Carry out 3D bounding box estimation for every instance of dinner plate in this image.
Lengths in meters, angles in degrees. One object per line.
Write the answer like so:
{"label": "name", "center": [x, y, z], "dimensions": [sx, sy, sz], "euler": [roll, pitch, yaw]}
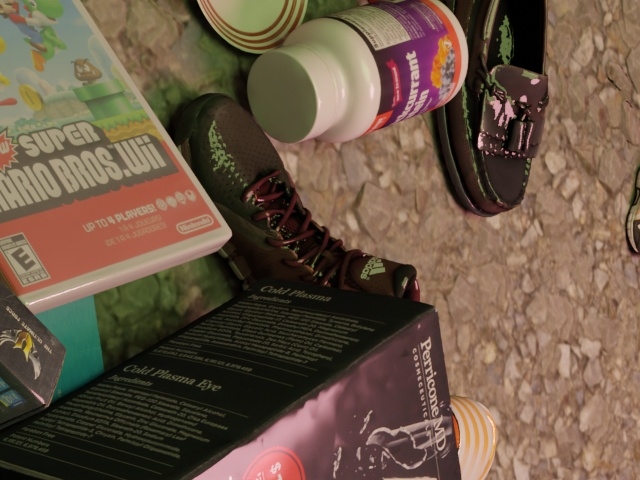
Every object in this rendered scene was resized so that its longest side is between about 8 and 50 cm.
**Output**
{"label": "dinner plate", "center": [-0.064, -0.228, 1.421], "dimensions": [0.141, 0.017, 0.141], "euler": [7, 80, -44]}

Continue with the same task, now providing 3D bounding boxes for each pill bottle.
{"label": "pill bottle", "center": [0.031, -0.145, 1.442], "dimensions": [0.193, 0.108, 0.108], "euler": [-24, 102, -44]}

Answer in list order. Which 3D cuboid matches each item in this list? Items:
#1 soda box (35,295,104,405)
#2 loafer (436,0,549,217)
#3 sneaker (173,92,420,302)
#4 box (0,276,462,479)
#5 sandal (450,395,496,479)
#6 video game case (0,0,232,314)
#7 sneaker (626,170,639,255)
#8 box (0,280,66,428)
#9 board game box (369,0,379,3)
{"label": "soda box", "center": [-0.214, 0.013, 1.200], "dimensions": [0.071, 0.067, 0.210], "euler": [-9, 92, -46]}
{"label": "loafer", "center": [0.175, -0.176, 1.602], "dimensions": [0.109, 0.095, 0.302], "euler": [4, 82, -45]}
{"label": "sneaker", "center": [0.000, 0.000, 1.352], "dimensions": [0.106, 0.162, 0.281], "euler": [-41, 114, -41]}
{"label": "box", "center": [-0.049, 0.246, 1.215], "dimensions": [0.312, 0.179, 0.343], "euler": [-32, 120, -44]}
{"label": "sandal", "center": [0.086, 0.187, 1.479], "dimensions": [0.265, 0.076, 0.102], "euler": [6, 81, -45]}
{"label": "video game case", "center": [-0.206, -0.091, 1.154], "dimensions": [0.204, 0.025, 0.285], "euler": [-20, 72, -49]}
{"label": "sneaker", "center": [0.363, -0.034, 1.815], "dimensions": [0.040, 0.044, 0.109], "euler": [27, 68, -43]}
{"label": "box", "center": [-0.300, 0.042, 1.025], "dimensions": [0.232, 0.183, 0.059], "euler": [52, 30, -29]}
{"label": "board game box", "center": [0.049, -0.302, 1.491], "dimensions": [0.043, 0.092, 0.181], "euler": [-49, 118, -36]}
